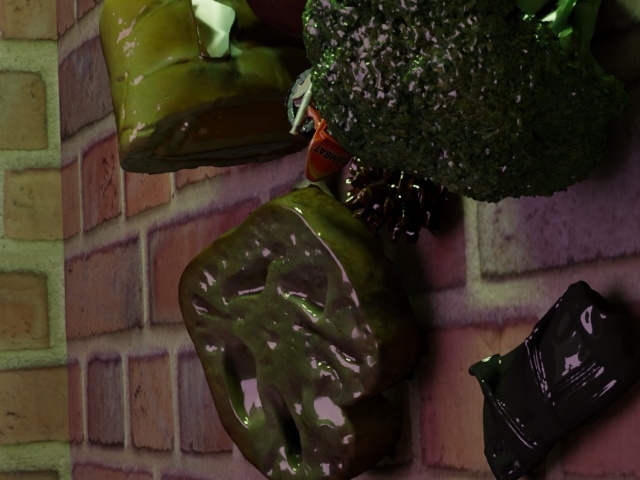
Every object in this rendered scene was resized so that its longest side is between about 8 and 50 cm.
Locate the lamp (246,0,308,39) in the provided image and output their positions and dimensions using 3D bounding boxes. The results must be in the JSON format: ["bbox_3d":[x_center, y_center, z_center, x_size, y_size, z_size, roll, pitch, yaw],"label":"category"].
[{"bbox_3d":[-0.001,-0.342,2.141,0.258,0.180,0.180,-152,64,-63],"label":"lamp"}]

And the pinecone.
[{"bbox_3d":[0.089,-0.061,1.970,0.140,0.120,0.140,-174,90,-85],"label":"pinecone"}]

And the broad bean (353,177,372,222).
[{"bbox_3d":[0.079,-0.089,2.093,0.214,0.048,0.070,114,148,-47],"label":"broad bean"}]

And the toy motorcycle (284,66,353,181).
[{"bbox_3d":[0.063,-0.214,1.989,0.298,0.089,0.171,-47,45,26],"label":"toy motorcycle"}]

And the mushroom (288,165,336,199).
[{"bbox_3d":[0.000,0.000,2.233,0.116,0.093,0.225,94,162,-64],"label":"mushroom"}]

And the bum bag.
[{"bbox_3d":[0.223,0.142,1.704,0.326,0.079,0.142,125,136,-54],"label":"bum bag"}]

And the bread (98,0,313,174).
[{"bbox_3d":[-0.147,-0.277,2.301,0.210,0.300,0.341,116,149,-64],"label":"bread"}]

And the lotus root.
[{"bbox_3d":[-0.035,0.121,2.131,0.375,0.111,0.390,27,123,40],"label":"lotus root"}]

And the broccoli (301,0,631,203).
[{"bbox_3d":[0.136,-0.194,1.637,0.413,0.310,0.321,54,-150,-65],"label":"broccoli"}]
